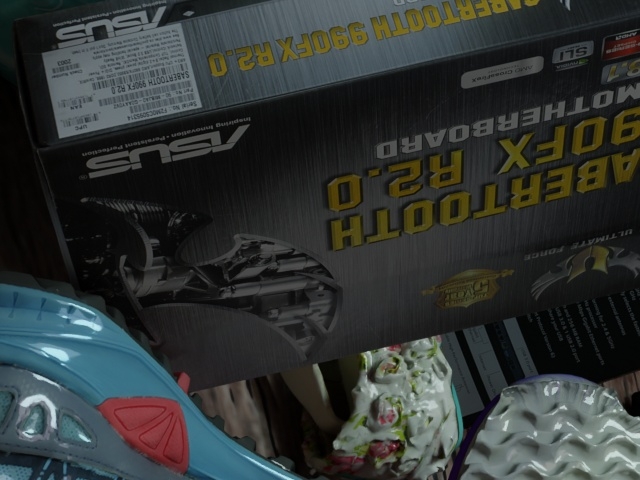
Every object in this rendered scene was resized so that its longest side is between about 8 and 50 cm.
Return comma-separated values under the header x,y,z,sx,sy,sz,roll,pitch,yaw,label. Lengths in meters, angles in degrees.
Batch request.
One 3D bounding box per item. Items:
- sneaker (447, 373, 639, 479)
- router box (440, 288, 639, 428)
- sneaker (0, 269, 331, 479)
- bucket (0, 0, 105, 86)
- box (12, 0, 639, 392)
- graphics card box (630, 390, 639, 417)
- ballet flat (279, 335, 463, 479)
x,y,z,sx,sy,sz,roll,pitch,yaw,label
0.078,0.204,0.818,0.102,0.146,0.293,2,85,-14,sneaker
0.210,0.005,1.063,0.309,0.243,0.081,-18,86,-60,router box
-0.068,0.127,0.700,0.262,0.104,0.125,41,55,-31,sneaker
-0.046,-0.163,0.746,0.183,0.281,0.281,22,53,-47,bucket
0.021,-0.028,0.682,0.183,0.231,0.056,86,-10,-58,box
0.262,0.277,1.116,0.233,0.094,0.371,48,36,-30,graphics card box
0.000,0.000,0.892,0.077,0.091,0.241,-8,71,-31,ballet flat
